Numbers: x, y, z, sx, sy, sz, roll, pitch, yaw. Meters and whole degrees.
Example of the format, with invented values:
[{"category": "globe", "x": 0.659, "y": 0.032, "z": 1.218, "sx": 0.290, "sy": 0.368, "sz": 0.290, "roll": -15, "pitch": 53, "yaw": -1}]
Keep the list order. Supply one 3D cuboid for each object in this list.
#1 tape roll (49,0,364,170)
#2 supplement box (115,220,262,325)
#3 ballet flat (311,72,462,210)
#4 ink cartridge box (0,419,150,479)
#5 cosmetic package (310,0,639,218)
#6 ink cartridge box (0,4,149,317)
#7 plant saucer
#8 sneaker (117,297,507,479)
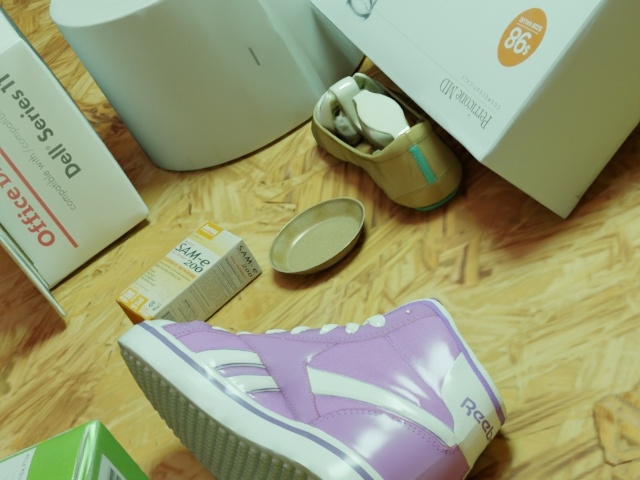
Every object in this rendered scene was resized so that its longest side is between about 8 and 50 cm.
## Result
[{"category": "tape roll", "x": -0.098, "y": -0.203, "z": 1.463, "sx": 0.246, "sy": 0.169, "sz": 0.246, "roll": -23, "pitch": 32, "yaw": 15}, {"category": "supplement box", "x": -0.102, "y": 0.034, "z": 1.252, "sx": 0.098, "sy": 0.036, "sz": 0.062, "roll": -41, "pitch": 32, "yaw": -15}, {"category": "ballet flat", "x": 0.043, "y": -0.096, "z": 1.268, "sx": 0.080, "sy": 0.073, "sz": 0.232, "roll": -37, "pitch": 30, "yaw": -7}, {"category": "ink cartridge box", "x": -0.184, "y": 0.233, "z": 0.886, "sx": 0.255, "sy": 0.189, "sz": 0.097, "roll": -24, "pitch": 32, "yaw": 16}, {"category": "cosmetic package", "x": 0.161, "y": -0.219, "z": 1.218, "sx": 0.284, "sy": 0.097, "sz": 0.377, "roll": -55, "pitch": 29, "yaw": 10}, {"category": "ink cartridge box", "x": -0.273, "y": -0.098, "z": 1.435, "sx": 0.119, "sy": 0.207, "sz": 0.353, "roll": -36, "pitch": 31, "yaw": -3}, {"category": "plant saucer", "x": 0.000, "y": 0.000, "z": 1.226, "sx": 0.083, "sy": 0.015, "sz": 0.083, "roll": -24, "pitch": 31, "yaw": 16}, {"category": "sneaker", "x": 0.000, "y": 0.089, "z": 1.026, "sx": 0.161, "sy": 0.102, "sz": 0.282, "roll": -42, "pitch": 42, "yaw": -22}]
